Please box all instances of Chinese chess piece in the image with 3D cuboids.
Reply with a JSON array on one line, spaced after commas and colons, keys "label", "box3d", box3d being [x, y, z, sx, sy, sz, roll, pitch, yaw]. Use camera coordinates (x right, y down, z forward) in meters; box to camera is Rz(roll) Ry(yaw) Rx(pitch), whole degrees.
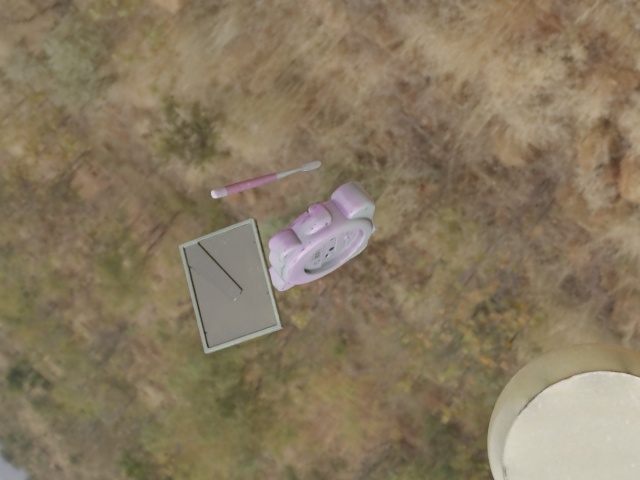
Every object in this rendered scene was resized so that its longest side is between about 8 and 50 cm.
[{"label": "Chinese chess piece", "box3d": [0.441, 0.333, 1.556, 0.338, 0.338, 0.140, 41, -166, -4]}]

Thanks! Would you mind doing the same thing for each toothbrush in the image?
[{"label": "toothbrush", "box3d": [-0.110, -0.127, 1.984, 0.025, 0.286, 0.020, -12, 96, 51]}]

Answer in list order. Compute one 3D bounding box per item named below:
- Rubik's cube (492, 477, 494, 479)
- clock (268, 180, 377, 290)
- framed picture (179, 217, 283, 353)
[{"label": "Rubik's cube", "box3d": [0.526, 0.742, 2.301, 0.292, 0.287, 0.293, 19, 151, 40]}, {"label": "clock", "box3d": [0.000, 0.000, 2.079, 0.090, 0.248, 0.227, 52, 159, 23]}, {"label": "framed picture", "box3d": [-0.155, 0.077, 1.663, 0.015, 0.150, 0.203, 32, -140, -69]}]
